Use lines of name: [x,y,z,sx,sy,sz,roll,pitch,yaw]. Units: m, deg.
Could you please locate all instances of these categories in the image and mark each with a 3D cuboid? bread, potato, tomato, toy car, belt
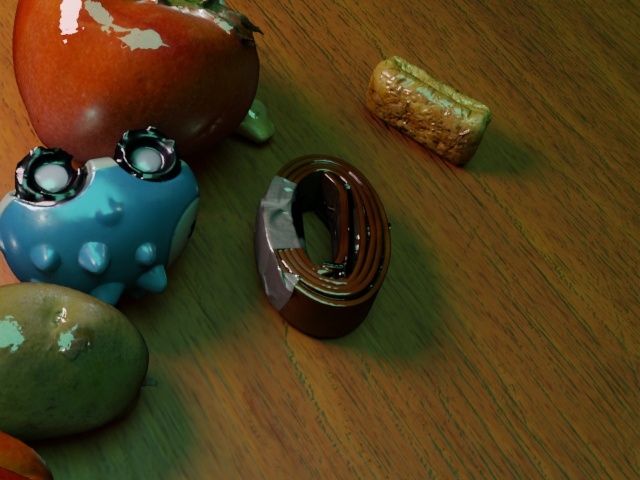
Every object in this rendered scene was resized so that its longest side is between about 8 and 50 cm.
bread: [0.174,-0.213,1.324,0.211,0.114,0.083,33,54,12]
potato: [-0.109,-0.188,1.257,0.068,0.062,0.083,-40,93,-20]
tomato: [-0.259,-0.241,1.119,0.341,0.273,0.341,25,27,-13]
potato: [-0.297,0.137,0.879,0.251,0.174,0.159,11,47,-27]
toy car: [-0.262,-0.008,0.988,0.255,0.188,0.190,-16,68,-31]
belt: [0.000,0.000,1.111,0.184,0.105,0.262,8,52,-8]

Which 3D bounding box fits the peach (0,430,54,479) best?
peach: [-0.380,0.298,0.641,0.335,0.310,0.406,41,51,12]
